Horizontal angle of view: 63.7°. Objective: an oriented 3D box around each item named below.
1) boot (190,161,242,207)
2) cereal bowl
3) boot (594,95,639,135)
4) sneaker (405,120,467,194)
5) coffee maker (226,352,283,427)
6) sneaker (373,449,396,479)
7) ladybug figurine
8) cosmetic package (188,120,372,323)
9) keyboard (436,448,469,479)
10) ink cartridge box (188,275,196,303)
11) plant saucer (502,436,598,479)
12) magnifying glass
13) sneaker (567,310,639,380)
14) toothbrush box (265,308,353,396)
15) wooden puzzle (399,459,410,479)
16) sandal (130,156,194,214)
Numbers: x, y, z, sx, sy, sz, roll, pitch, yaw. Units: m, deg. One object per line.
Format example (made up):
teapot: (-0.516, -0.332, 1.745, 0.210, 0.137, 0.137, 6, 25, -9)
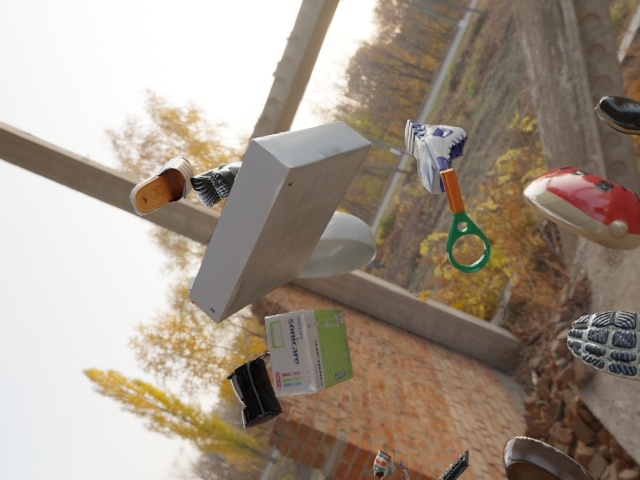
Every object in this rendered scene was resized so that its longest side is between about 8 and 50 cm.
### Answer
boot: (-0.209, -0.156, 1.260, 0.161, 0.083, 0.247, -34, 17, -30)
cereal bowl: (0.000, 0.000, 1.584, 0.339, 0.340, 0.141, 108, 157, -65)
boot: (0.660, -0.257, 1.010, 0.076, 0.198, 0.137, -60, -18, -5)
sneaker: (0.394, -0.291, 1.647, 0.315, 0.183, 0.127, -100, 6, -47)
coffee maker: (-0.198, 0.474, 1.614, 0.120, 0.178, 0.171, -6, -33, -37)
sneaker: (0.204, 0.750, 1.695, 0.075, 0.057, 0.161, -54, -34, -26)
ladybug figurine: (0.763, -0.106, 1.481, 0.449, 0.305, 0.161, -93, 26, -72)
cosmetic package: (-0.080, -0.039, 1.012, 0.284, 0.097, 0.377, -31, -24, -54)
keyboard: (0.382, 0.836, 1.708, 0.317, 0.033, 0.201, -54, -13, 12)
ink cartridge box: (-0.413, 0.196, 1.944, 0.109, 0.151, 0.063, 98, 178, -52)
plant saucer: (0.581, 0.629, 1.279, 0.050, 0.310, 0.310, -35, -18, -26)
magnifying glass: (0.297, -0.039, 1.092, 0.026, 0.092, 0.230, -96, -12, -74)
sneaker: (0.506, 0.183, 0.750, 0.107, 0.276, 0.110, -58, -45, -22)
toothbrush box: (-0.023, 0.297, 1.412, 0.283, 0.122, 0.206, 15, -116, -68)
wooden puzzle: (0.256, 0.718, 1.528, 0.078, 0.014, 0.116, 83, 167, -56)
sandal: (-0.389, -0.142, 1.354, 0.265, 0.076, 0.101, -59, -44, -55)
